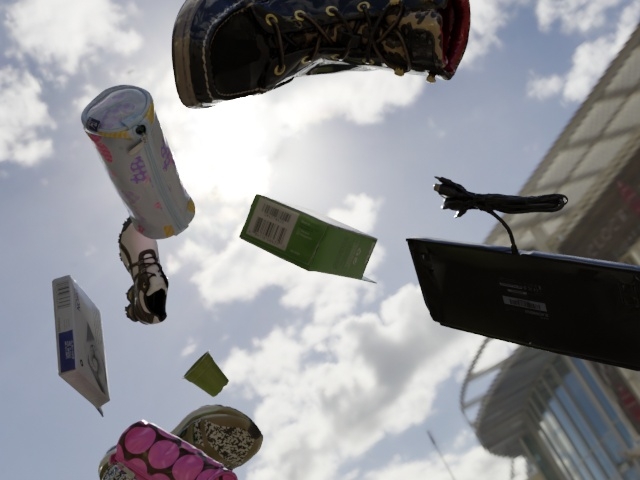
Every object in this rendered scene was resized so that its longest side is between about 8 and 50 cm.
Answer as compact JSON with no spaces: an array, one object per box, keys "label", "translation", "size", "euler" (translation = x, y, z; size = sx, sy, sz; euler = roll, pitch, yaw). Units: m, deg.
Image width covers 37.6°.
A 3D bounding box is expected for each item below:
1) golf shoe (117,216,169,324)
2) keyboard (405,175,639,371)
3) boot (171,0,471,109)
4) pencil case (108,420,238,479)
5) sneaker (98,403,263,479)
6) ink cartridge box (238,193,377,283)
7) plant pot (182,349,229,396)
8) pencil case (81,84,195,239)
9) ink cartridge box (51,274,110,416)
[{"label":"golf shoe","translation":[-0.301,0.053,1.659],"size":[0.077,0.198,0.094],"euler":[-17,17,-40]},{"label":"keyboard","translation":[0.213,0.026,0.987],"size":[0.033,0.317,0.202],"euler":[-34,-63,-34]},{"label":"boot","translation":[0.012,-0.246,1.140],"size":[0.284,0.138,0.377],"euler":[4,20,20]},{"label":"pencil case","translation":[-0.238,0.374,1.521],"size":[0.098,0.209,0.095],"euler":[-19,-58,-55]},{"label":"sneaker","translation":[-0.293,0.473,1.888],"size":[0.410,0.158,0.182],"euler":[-27,21,22]},{"label":"ink cartridge box","translation":[0.000,0.000,1.195],"size":[0.209,0.109,0.062],"euler":[14,-81,-63]},{"label":"plant pot","translation":[-0.242,0.295,2.031],"size":[0.083,0.079,0.083],"euler":[-44,5,5]},{"label":"pencil case","translation":[-0.288,-0.123,1.532],"size":[0.113,0.124,0.273],"euler":[-52,-31,-28]},{"label":"ink cartridge box","translation":[-0.474,0.217,1.914],"size":[0.045,0.223,0.224],"euler":[-16,-33,2]}]
